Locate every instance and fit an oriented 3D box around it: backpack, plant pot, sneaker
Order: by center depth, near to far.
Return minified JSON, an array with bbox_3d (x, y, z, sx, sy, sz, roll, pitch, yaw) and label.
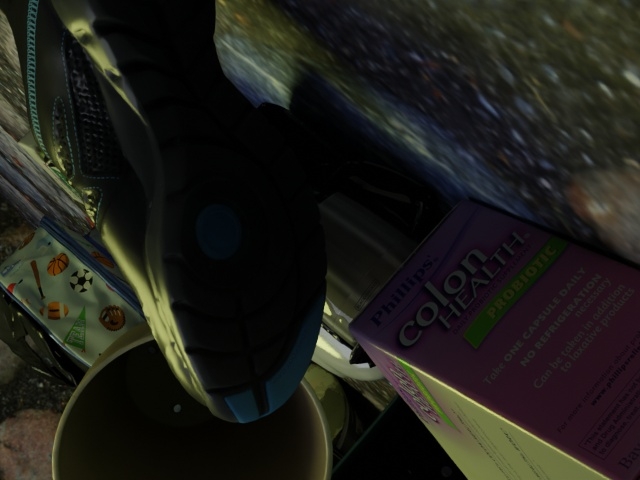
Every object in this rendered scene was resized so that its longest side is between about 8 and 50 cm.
[{"bbox_3d":[-0.101,-0.049,0.881,0.140,0.125,0.340,-15,94,50],"label":"sneaker"},{"bbox_3d":[-0.132,0.172,1.402,0.256,0.256,0.274,46,-176,-15],"label":"plant pot"},{"bbox_3d":[0.110,0.266,1.452,0.165,0.165,0.234,40,175,11],"label":"plant pot"},{"bbox_3d":[-0.249,0.090,1.626,0.276,0.213,0.263,26,169,42],"label":"backpack"}]

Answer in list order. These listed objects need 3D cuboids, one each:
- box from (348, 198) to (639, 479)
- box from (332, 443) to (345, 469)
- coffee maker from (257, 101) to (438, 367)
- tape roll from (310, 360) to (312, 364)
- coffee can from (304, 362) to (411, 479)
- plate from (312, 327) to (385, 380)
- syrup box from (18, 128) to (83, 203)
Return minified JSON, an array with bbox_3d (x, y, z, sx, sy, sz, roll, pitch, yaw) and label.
[{"bbox_3d":[0.172,0.113,0.837,0.243,0.117,0.213,25,159,51],"label":"box"},{"bbox_3d":[0.043,0.385,1.613,0.270,0.165,0.143,40,-168,3],"label":"box"},{"bbox_3d":[0.000,0.000,0.982,0.178,0.120,0.171,40,168,15],"label":"coffee maker"},{"bbox_3d":[-0.070,0.060,1.495,0.189,0.080,0.189,40,168,10],"label":"tape roll"},{"bbox_3d":[-0.003,0.315,1.854,0.201,0.201,0.275,31,163,43],"label":"coffee can"},{"bbox_3d":[-0.026,0.034,1.154,0.277,0.045,0.278,38,-174,16],"label":"plate"},{"bbox_3d":[-0.207,-0.082,1.401,0.093,0.096,0.237,50,165,-30],"label":"syrup box"}]
